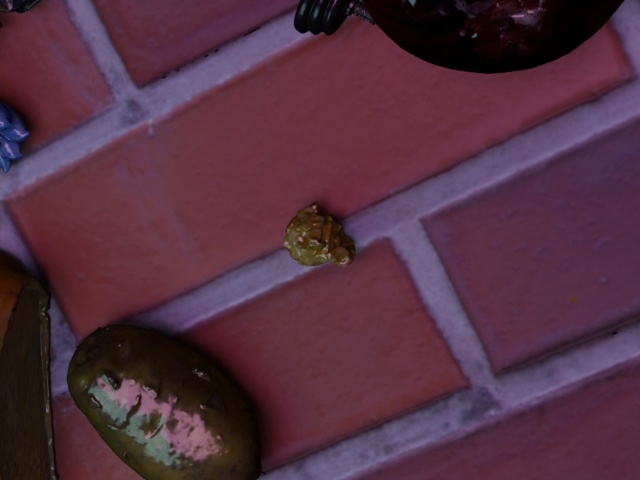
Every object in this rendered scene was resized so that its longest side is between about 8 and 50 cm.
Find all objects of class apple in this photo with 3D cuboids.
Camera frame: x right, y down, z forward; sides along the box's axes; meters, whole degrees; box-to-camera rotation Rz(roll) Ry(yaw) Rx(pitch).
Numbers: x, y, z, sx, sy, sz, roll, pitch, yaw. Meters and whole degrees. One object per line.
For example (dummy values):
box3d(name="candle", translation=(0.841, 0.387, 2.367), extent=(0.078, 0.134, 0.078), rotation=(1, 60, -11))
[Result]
box3d(name="apple", translation=(-0.385, 0.187, 1.497), extent=(0.179, 0.254, 0.346), rotation=(-8, 107, -27))

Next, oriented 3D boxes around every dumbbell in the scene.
box3d(name="dumbbell", translation=(-0.034, -0.267, 1.307), extent=(0.208, 0.099, 0.099), rotation=(30, 109, 6))

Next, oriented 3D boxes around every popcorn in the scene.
box3d(name="popcorn", translation=(0.001, 0.000, 1.386), extent=(0.083, 0.060, 0.068), rotation=(23, 148, 16))

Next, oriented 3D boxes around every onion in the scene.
box3d(name="onion", translation=(0.165, -0.246, 1.173), extent=(0.273, 0.285, 0.273), rotation=(-3, 134, -3))

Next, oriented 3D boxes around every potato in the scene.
box3d(name="potato", translation=(-0.164, 0.189, 1.450), extent=(0.251, 0.113, 0.149), rotation=(34, 102, -5))

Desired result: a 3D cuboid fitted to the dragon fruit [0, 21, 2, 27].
box3d(name="dragon fruit", translation=(-0.460, -0.269, 1.370), extent=(0.268, 0.205, 0.210), rotation=(33, 68, -28))

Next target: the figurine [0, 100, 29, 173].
box3d(name="figurine", translation=(-0.363, -0.117, 1.439), extent=(0.114, 0.079, 0.114), rotation=(13, 132, 15))

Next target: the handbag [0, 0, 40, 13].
box3d(name="handbag", translation=(-0.291, -0.311, 1.387), extent=(0.139, 0.072, 0.115), rotation=(-21, 96, 5))
